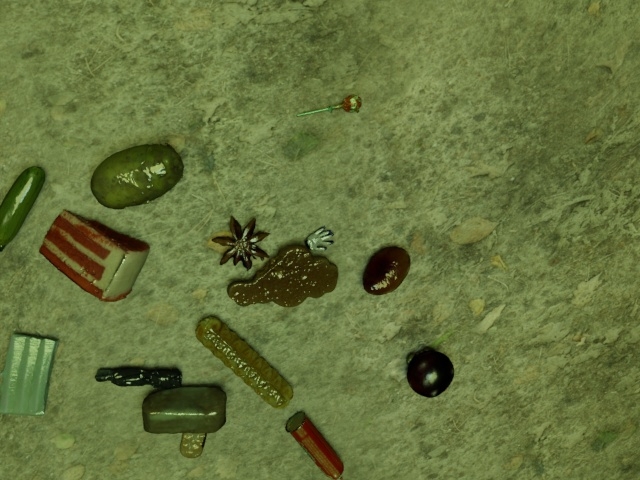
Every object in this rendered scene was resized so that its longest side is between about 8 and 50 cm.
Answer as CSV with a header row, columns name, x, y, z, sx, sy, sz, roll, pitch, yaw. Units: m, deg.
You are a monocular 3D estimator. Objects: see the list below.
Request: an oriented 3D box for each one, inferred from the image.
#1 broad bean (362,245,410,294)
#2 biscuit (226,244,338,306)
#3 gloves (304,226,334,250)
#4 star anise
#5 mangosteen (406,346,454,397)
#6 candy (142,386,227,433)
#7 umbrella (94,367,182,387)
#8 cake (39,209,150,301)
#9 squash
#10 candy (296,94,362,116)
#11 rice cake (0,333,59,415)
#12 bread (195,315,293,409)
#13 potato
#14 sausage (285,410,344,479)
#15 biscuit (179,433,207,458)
name,x,y,z,sx,sy,sz,roll,pitch,yaw
broad bean,0.193,0.090,1.584,0.114,0.084,0.165,32,88,-10
biscuit,-0.106,0.112,1.540,0.320,0.047,0.183,-21,113,-9
gloves,0.000,0.000,1.560,0.086,0.026,0.064,-31,106,-8
star anise,-0.220,0.010,1.504,0.168,0.057,0.167,-2,102,-11
mangosteen,0.329,0.399,1.650,0.153,0.152,0.152,-2,101,-10
candy,-0.385,0.484,1.534,0.234,0.102,0.104,3,120,-8
umbrella,-0.512,0.388,1.524,0.236,0.059,0.066,3,143,-8
cake,-0.587,0.035,1.445,0.262,0.160,0.158,32,95,20
squash,-0.779,-0.079,1.376,0.066,0.066,0.252,29,94,-14
candy,0.025,-0.363,1.487,0.185,0.049,0.055,-13,147,-2
rice cake,-0.800,0.369,1.472,0.127,0.043,0.236,10,98,-11
bread,-0.217,0.355,1.561,0.084,0.077,0.367,-43,104,1
potato,-0.476,-0.166,1.397,0.251,0.113,0.149,-24,112,3
sausage,-0.003,0.644,1.657,0.083,0.083,0.264,-36,106,-2
biscuit,-0.375,0.583,1.606,0.071,0.018,0.147,12,100,-10
